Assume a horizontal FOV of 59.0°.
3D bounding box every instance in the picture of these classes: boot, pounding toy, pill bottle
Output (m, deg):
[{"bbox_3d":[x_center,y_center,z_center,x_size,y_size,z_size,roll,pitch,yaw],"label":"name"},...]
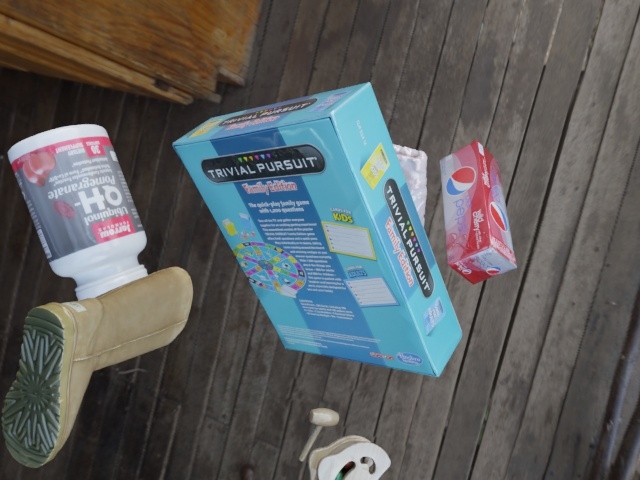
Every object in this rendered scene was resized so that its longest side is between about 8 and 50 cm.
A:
[{"bbox_3d":[-0.299,0.168,0.814,0.089,0.269,0.236,24,103,17],"label":"boot"},{"bbox_3d":[0.047,0.488,1.190,0.154,0.155,0.269,3,83,-17],"label":"pounding toy"},{"bbox_3d":[-0.432,-0.038,1.050,0.177,0.176,0.318,-18,94,17],"label":"pill bottle"}]

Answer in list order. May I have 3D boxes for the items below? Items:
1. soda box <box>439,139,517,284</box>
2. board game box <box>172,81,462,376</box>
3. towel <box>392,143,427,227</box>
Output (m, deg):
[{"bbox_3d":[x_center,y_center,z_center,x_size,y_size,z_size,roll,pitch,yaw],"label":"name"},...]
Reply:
[{"bbox_3d":[0.286,-0.056,1.050,0.092,0.083,0.263,-28,41,35],"label":"soda box"},{"bbox_3d":[0.000,0.000,0.686,0.254,0.079,0.335,0,125,41],"label":"board game box"},{"bbox_3d":[0.056,-0.068,1.121,0.317,0.331,0.053,19,52,24],"label":"towel"}]
